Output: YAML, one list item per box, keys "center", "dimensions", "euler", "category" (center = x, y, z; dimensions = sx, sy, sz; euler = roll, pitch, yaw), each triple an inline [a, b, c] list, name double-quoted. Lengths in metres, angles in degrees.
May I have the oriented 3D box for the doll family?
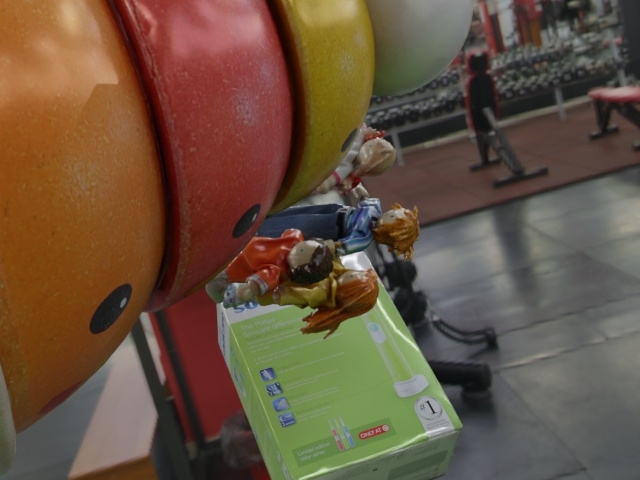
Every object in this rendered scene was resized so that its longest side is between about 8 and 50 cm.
- center: [0.000, 0.000, 0.786]
  dimensions: [0.163, 0.118, 0.263]
  euler: [2, 37, 25]
  category: "doll family"

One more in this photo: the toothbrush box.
- center: [0.011, 0.171, 1.058]
  dimensions: [0.206, 0.122, 0.283]
  euler: [-15, 52, -18]
  category: "toothbrush box"

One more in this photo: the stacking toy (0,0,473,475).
- center: [-0.082, -0.109, 0.536]
  dimensions: [0.479, 0.351, 0.350]
  euler: [-24, 15, -28]
  category: "stacking toy"
